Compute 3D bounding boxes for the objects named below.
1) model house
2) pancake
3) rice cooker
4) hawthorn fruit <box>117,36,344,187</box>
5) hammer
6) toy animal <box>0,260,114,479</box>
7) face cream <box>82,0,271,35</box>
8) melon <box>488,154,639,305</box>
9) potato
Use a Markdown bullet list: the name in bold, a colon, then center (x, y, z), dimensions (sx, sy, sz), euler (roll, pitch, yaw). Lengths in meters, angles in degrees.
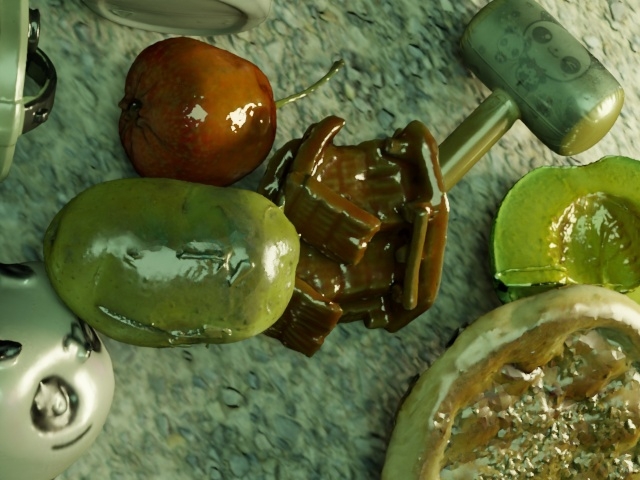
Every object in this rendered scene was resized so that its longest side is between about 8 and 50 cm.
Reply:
- **model house**: center (0.002, 0.000, 1.519), dimensions (0.229, 0.199, 0.219), euler (-12, 77, -23)
- **pancake**: center (0.243, 0.239, 1.590), dimensions (0.382, 0.071, 0.382), euler (-5, 105, -20)
- **rice cooker**: center (-0.379, -0.162, 1.389), dimensions (0.244, 0.226, 0.226), euler (2, 85, -17)
- **hawthorn fruit**: center (-0.084, -0.140, 1.548), dimensions (0.285, 0.165, 0.165), euler (-12, 89, -43)
- **hammer**: center (0.179, -0.124, 1.632), dimensions (0.305, 0.113, 0.202), euler (-42, 74, -3)
- **toy animal**: center (-0.346, 0.107, 1.373), dimensions (0.310, 0.251, 0.251), euler (43, 74, -16)
- **face cream**: center (-0.143, -0.324, 1.486), dimensions (0.201, 0.201, 0.187), euler (7, 83, -18)
- **melon**: center (0.310, 0.004, 1.661), dimensions (0.265, 0.129, 0.169), euler (-8, 55, -4)
- **potato**: center (-0.138, 0.021, 1.368), dimensions (0.248, 0.143, 0.169), euler (9, 64, -23)
